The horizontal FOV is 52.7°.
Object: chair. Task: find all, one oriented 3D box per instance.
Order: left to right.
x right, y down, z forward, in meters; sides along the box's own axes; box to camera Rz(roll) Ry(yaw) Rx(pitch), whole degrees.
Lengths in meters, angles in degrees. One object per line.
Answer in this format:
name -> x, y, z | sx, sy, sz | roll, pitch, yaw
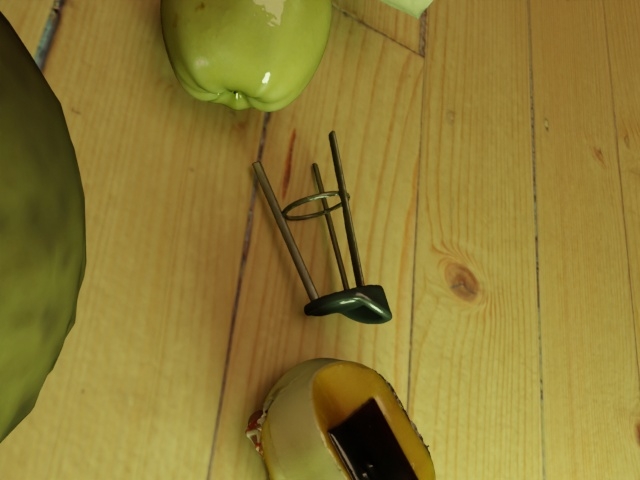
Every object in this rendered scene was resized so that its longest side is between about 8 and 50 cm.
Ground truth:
chair -> 0.001, 0.000, 0.732 | 0.095, 0.104, 0.221 | -17, 79, -12

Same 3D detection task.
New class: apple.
apple -> -0.082, -0.238, 0.697 | 0.200, 0.200, 0.200 | 13, 67, -31

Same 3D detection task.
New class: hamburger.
hamburger -> 0.022, 0.223, 0.653 | 0.173, 0.116, 0.210 | -31, 88, -46

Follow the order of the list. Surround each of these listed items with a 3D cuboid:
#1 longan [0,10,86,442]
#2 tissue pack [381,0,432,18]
longan -> -0.330, -0.015, 0.340 | 0.391, 0.391, 0.391 | 13, 67, -31
tissue pack -> -0.019, -0.494, 0.772 | 0.405, 0.205, 0.331 | 13, 48, -31
